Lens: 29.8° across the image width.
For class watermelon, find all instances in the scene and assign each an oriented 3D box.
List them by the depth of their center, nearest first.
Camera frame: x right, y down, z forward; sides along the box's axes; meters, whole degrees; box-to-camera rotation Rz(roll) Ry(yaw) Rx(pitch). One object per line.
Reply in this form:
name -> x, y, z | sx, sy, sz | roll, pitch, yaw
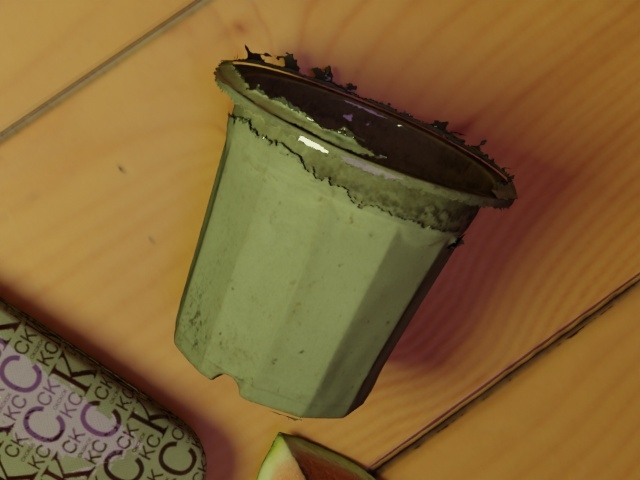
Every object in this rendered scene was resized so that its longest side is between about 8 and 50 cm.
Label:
watermelon -> -0.006, 0.301, 1.154 | 0.193, 0.137, 0.145 | 36, 105, 4

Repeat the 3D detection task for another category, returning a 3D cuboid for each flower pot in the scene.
flower pot -> 0.000, 0.000, 1.060 | 0.290, 0.290, 0.259 | 18, 107, -12

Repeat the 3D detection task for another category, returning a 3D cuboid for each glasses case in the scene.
glasses case -> -0.265, 0.153, 1.100 | 0.355, 0.085, 0.137 | 37, 89, -13
